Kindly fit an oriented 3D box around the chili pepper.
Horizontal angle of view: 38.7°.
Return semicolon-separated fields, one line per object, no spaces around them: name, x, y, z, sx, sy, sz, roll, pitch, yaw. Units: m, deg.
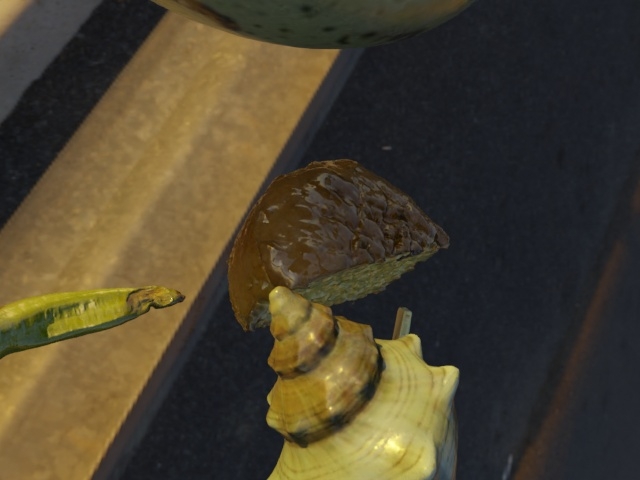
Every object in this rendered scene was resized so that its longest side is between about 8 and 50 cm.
chili pepper;-0.193;0.057;0.665;0.208;0.049;0.043;-20;94;-49

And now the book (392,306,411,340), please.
book;0.102;0.144;1.200;0.077;0.014;0.111;156;-53;-89

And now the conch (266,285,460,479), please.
conch;0.019;0.133;0.522;0.114;0.137;0.234;-134;-146;-81

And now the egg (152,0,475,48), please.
egg;-0.036;-0.286;0.620;0.379;0.287;0.287;19;74;-13

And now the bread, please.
bread;0.000;0.000;0.898;0.229;0.143;0.139;-12;63;-47
